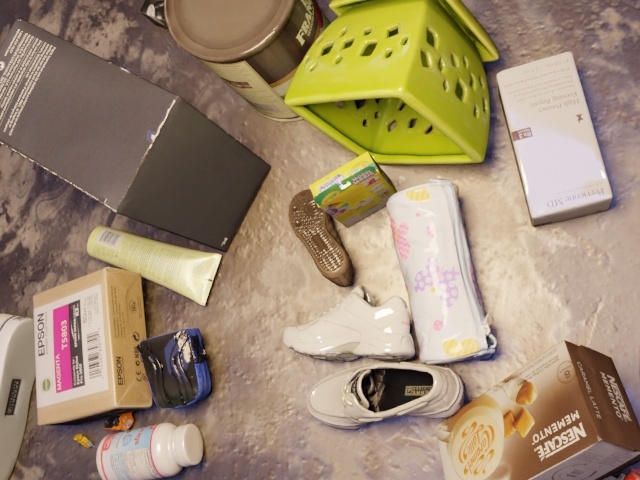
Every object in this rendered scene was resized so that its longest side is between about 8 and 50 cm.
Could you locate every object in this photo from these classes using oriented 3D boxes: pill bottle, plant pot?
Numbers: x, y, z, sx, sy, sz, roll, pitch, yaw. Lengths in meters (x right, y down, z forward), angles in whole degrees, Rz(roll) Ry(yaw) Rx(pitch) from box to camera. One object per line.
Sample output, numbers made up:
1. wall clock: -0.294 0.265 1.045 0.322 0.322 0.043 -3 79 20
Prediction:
1. pill bottle: -0.280 0.351 1.122 0.160 0.087 0.087 -16 77 14
2. plant pot: 0.119 -0.249 0.999 0.228 0.227 0.207 7 75 44

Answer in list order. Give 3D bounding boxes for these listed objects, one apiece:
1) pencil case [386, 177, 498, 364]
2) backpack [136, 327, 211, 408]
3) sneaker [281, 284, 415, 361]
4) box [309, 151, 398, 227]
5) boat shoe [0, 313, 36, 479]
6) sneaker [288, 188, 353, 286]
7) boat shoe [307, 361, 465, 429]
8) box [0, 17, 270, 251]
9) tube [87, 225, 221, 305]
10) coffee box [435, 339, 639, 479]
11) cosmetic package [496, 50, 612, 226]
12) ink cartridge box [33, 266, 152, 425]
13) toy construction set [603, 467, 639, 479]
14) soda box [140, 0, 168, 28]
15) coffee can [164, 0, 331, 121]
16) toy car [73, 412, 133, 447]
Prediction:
1. pencil case: 0.178 0.049 1.007 0.113 0.124 0.273 -6 75 -21
2. backpack: -0.228 0.212 1.121 0.097 0.101 0.120 -18 80 16
3. sneaker: 0.043 0.128 1.050 0.232 0.090 0.115 -6 70 32
4. box: 0.052 -0.076 1.039 0.105 0.179 0.043 -29 74 10
5. boat shoe: -0.629 0.306 1.215 0.156 0.136 0.367 8 81 18
6. sneaker: 0.000 0.000 1.108 0.066 0.071 0.188 -25 52 4
7. boat shoe: 0.075 0.224 0.992 0.267 0.088 0.096 -9 62 38
8. box: -0.299 -0.150 1.076 0.312 0.343 0.179 29 90 19
9. tube: -0.295 0.036 1.199 0.240 0.062 0.070 16 128 15
10. coffee box: 0.274 0.257 0.877 0.246 0.098 0.141 -47 33 36
11. cosmetic package: 0.345 -0.148 1.010 0.117 0.085 0.231 -15 76 15
12. ink cartridge box: -0.392 0.184 1.156 0.193 0.088 0.235 -19 71 26
13. toy construction set: 0.434 0.316 0.870 0.327 0.151 0.215 35 116 27
14. soda box: -0.244 -0.411 1.250 0.168 0.060 0.053 23 89 19
15. coffee can: -0.090 -0.327 1.074 0.201 0.275 0.202 -3 81 17
16. toy car: -0.372 0.325 1.193 0.122 0.060 0.040 -27 118 29
